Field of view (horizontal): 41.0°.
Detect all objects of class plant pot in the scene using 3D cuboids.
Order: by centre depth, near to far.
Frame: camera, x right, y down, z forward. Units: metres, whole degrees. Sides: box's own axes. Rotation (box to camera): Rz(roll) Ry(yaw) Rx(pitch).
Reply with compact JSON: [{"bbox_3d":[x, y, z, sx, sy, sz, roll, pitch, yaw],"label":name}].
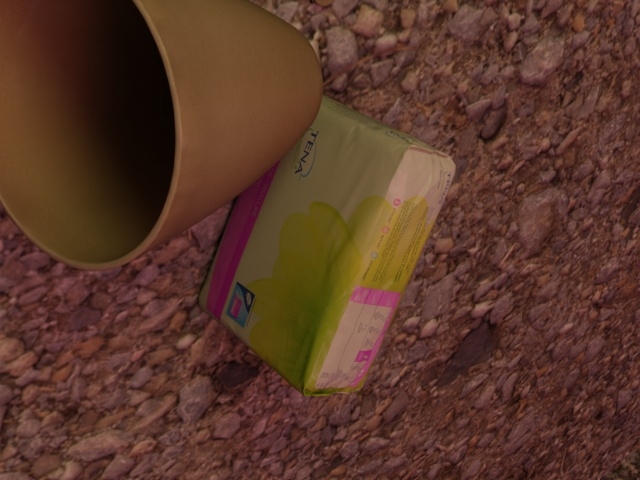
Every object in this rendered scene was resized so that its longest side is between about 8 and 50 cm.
[{"bbox_3d":[-0.125,-0.133,0.776,0.274,0.257,0.256,-23,130,-51],"label":"plant pot"}]

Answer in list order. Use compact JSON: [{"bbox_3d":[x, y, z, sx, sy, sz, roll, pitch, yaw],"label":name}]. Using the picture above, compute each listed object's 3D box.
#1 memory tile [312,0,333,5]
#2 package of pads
[{"bbox_3d":[0.015,-0.338,0.925,0.113,0.012,0.148,-39,135,-18],"label":"memory tile"},{"bbox_3d":[0.000,0.000,0.954,0.101,0.229,0.296,10,107,-45],"label":"package of pads"}]
